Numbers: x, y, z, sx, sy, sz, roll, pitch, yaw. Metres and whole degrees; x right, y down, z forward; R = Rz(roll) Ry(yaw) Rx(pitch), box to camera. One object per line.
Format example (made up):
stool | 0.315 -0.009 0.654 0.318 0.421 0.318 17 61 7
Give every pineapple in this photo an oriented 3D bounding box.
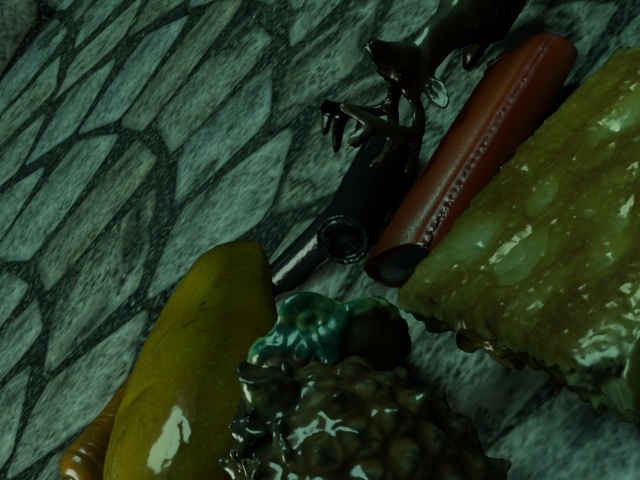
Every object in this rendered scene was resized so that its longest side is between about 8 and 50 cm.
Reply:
pineapple | 0.017 0.137 1.054 0.166 0.193 0.166 -37 20 16

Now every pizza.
pizza | 0.198 -0.014 1.097 0.258 0.087 0.268 -49 21 -8

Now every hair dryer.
hair dryer | -0.007 0.010 1.510 0.195 0.050 0.173 -48 6 28

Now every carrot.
carrot | -0.159 0.144 1.615 0.061 0.061 0.257 -28 21 46

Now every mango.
mango | -0.084 0.130 1.384 0.177 0.120 0.295 -45 18 35

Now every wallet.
wallet | 0.114 -0.059 1.390 0.204 0.045 0.142 -57 10 -17

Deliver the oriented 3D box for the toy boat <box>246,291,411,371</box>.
toy boat | 0.013 0.085 1.251 0.108 0.099 0.293 -24 -5 1

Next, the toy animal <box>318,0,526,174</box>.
toy animal | 0.117 -0.174 1.454 0.243 0.087 0.260 -5 -59 -63
